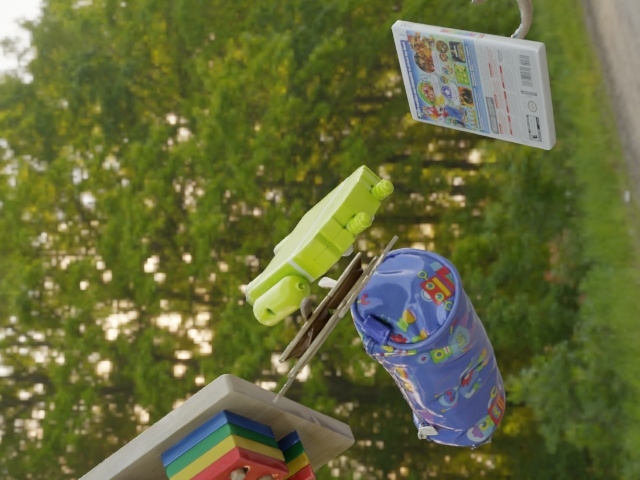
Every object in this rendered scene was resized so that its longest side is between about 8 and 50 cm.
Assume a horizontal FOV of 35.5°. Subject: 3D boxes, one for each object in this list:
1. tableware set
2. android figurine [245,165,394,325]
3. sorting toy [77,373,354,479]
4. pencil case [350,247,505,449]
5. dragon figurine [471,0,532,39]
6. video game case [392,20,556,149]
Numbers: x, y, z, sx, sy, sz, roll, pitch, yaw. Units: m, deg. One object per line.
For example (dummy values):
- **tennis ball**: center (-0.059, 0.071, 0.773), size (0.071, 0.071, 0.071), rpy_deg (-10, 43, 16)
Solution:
- **tableware set**: center (0.004, 0.061, 0.948), size (0.128, 0.039, 0.194), rpy_deg (-55, -3, 27)
- **android figurine**: center (0.000, 0.000, 1.305), size (0.273, 0.056, 0.248), rpy_deg (-37, 14, 50)
- **sorting toy**: center (-0.113, 0.284, 1.117), size (0.255, 0.257, 0.089), rpy_deg (35, -157, -51)
- **pencil case**: center (0.129, 0.134, 1.145), size (0.133, 0.119, 0.306), rpy_deg (-51, -36, -15)
- **dragon figurine**: center (0.137, -0.307, 0.952), size (0.289, 0.085, 0.144), rpy_deg (31, -154, -54)
- **video game case**: center (0.112, -0.115, 0.734), size (0.011, 0.122, 0.087), rpy_deg (-48, -42, -30)
